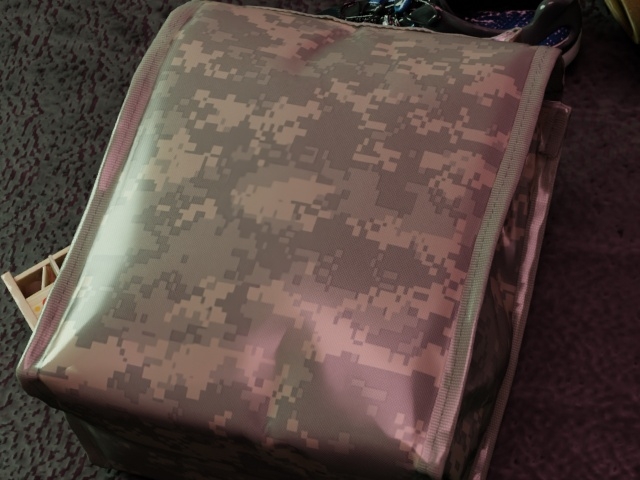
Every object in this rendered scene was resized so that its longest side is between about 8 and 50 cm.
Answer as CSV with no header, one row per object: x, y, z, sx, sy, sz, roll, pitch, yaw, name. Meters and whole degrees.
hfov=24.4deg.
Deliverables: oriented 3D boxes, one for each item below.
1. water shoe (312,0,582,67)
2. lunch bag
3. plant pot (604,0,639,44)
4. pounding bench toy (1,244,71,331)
0.067,-0.146,0.961,0.203,0.080,0.073,-4,57,8,water shoe
0.000,0.000,0.829,0.235,0.169,0.287,10,65,17,lunch bag
0.282,-0.232,0.909,0.254,0.237,0.237,-29,56,8,plant pot
-0.140,0.046,0.894,0.065,0.052,0.083,-31,58,-10,pounding bench toy
